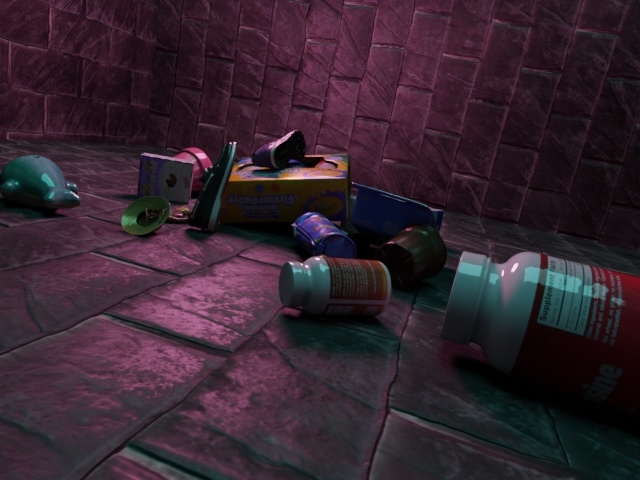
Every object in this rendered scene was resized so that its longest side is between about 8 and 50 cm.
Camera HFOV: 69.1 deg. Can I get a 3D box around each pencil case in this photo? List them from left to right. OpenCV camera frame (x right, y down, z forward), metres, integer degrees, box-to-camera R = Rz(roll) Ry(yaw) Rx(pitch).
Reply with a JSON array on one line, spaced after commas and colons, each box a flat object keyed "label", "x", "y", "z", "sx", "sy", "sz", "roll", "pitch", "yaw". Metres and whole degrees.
[{"label": "pencil case", "x": 0.000, "y": 0.000, "z": 1.357, "sx": 0.133, "sy": 0.119, "sz": 0.306, "roll": 14, "pitch": 11, "yaw": -20}]

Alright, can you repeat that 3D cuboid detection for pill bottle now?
[{"label": "pill bottle", "x": 0.028, "y": 0.095, "z": 0.970, "sx": 0.216, "sy": 0.121, "sz": 0.121, "roll": 5, "pitch": 14, "yaw": -24}, {"label": "pill bottle", "x": 0.436, "y": 0.151, "z": 0.820, "sx": 0.408, "sy": 0.229, "sz": 0.229, "roll": 15, "pitch": 14, "yaw": 19}]

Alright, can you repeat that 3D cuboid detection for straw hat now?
[{"label": "straw hat", "x": -0.487, "y": -0.057, "z": 1.330, "sx": 0.144, "sy": 0.144, "sz": 0.061, "roll": 15, "pitch": -27, "yaw": 18}]

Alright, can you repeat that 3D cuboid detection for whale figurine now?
[{"label": "whale figurine", "x": -0.822, "y": -0.170, "z": 1.376, "sx": 0.272, "sy": 0.141, "sz": 0.216, "roll": 20, "pitch": 16, "yaw": 33}]

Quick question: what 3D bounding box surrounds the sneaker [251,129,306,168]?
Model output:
[{"label": "sneaker", "x": -0.153, "y": -0.335, "z": 1.694, "sx": 0.124, "sy": 0.107, "sz": 0.283, "roll": 1, "pitch": 21, "yaw": 25}]

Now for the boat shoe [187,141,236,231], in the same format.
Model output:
[{"label": "boat shoe", "x": -0.339, "y": -0.180, "z": 1.466, "sx": 0.091, "sy": 0.302, "sz": 0.114, "roll": 15, "pitch": -15, "yaw": -7}]

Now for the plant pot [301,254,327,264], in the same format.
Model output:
[{"label": "plant pot", "x": -0.012, "y": 0.088, "z": 1.076, "sx": 0.083, "sy": 0.081, "sz": 0.081, "roll": -9, "pitch": 21, "yaw": -29}]

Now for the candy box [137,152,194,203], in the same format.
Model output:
[{"label": "candy box", "x": -0.597, "y": -0.240, "z": 1.801, "sx": 0.196, "sy": 0.165, "sz": 0.070, "roll": 8, "pitch": 15, "yaw": -15}]

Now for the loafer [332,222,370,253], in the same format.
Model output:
[{"label": "loafer", "x": 0.056, "y": -0.009, "z": 1.527, "sx": 0.220, "sy": 0.080, "sz": 0.078, "roll": 11, "pitch": 12, "yaw": 3}]

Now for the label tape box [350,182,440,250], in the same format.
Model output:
[{"label": "label tape box", "x": 0.236, "y": -0.047, "z": 1.487, "sx": 0.249, "sy": 0.115, "sz": 0.348, "roll": 20, "pitch": -6, "yaw": 23}]

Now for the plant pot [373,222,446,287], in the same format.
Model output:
[{"label": "plant pot", "x": 0.240, "y": 0.048, "z": 1.286, "sx": 0.167, "sy": 0.167, "sz": 0.165, "roll": 19, "pitch": 22, "yaw": 32}]

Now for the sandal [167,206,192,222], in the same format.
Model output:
[{"label": "sandal", "x": -0.437, "y": -0.087, "z": 1.534, "sx": 0.180, "sy": 0.049, "sz": 0.072, "roll": 1, "pitch": 16, "yaw": -36}]

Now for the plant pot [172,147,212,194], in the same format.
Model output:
[{"label": "plant pot", "x": -0.585, "y": -0.279, "z": 1.972, "sx": 0.201, "sy": 0.201, "sz": 0.180, "roll": 18, "pitch": 31, "yaw": 30}]

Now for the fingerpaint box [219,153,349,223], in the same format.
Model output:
[{"label": "fingerpaint box", "x": -0.115, "y": -0.202, "z": 1.708, "sx": 0.445, "sy": 0.163, "sz": 0.371, "roll": -1, "pitch": 23, "yaw": 6}]

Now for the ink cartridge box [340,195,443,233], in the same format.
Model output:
[{"label": "ink cartridge box", "x": 0.311, "y": -0.083, "z": 1.895, "sx": 0.270, "sy": 0.151, "sz": 0.395, "roll": 21, "pitch": 18, "yaw": 40}]
